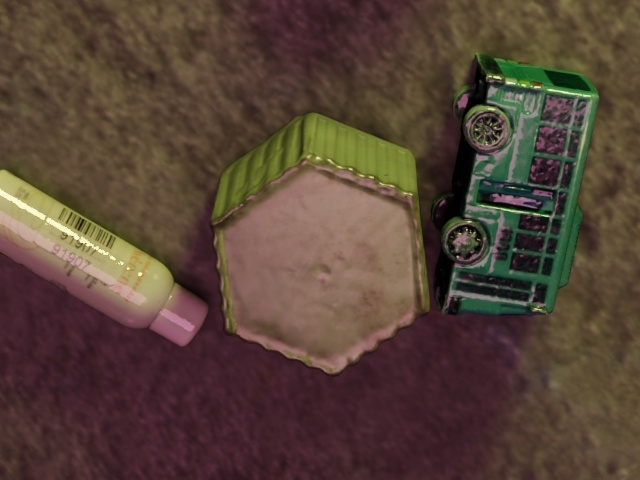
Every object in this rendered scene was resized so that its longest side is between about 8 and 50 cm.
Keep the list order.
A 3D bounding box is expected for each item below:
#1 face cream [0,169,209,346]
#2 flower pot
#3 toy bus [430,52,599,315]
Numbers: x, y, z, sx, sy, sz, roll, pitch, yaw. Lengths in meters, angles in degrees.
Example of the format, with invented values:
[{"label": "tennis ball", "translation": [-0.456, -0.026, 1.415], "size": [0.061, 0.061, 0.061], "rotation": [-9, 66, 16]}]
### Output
[{"label": "face cream", "translation": [-0.241, 0.024, 1.921], "size": [0.269, 0.082, 0.082], "rotation": [30, 106, -9]}, {"label": "flower pot", "translation": [0.000, 0.000, 1.851], "size": [0.239, 0.189, 0.209], "rotation": [-34, 104, 11]}, {"label": "toy bus", "translation": [0.197, -0.050, 1.864], "size": [0.147, 0.128, 0.256], "rotation": [8, 107, -3]}]
